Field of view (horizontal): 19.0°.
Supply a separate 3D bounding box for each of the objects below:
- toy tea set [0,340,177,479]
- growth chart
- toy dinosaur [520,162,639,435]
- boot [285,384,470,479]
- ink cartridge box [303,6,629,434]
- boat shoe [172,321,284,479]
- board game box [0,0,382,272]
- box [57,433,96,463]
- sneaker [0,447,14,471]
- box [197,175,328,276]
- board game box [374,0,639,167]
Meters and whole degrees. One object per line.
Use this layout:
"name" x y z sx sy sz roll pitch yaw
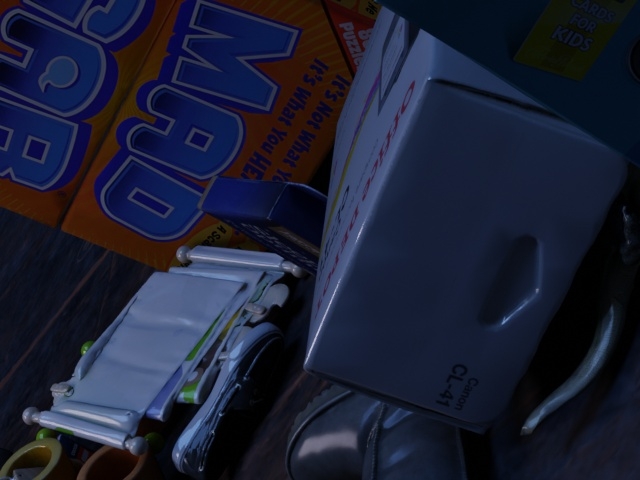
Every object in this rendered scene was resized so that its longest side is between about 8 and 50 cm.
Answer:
"toy tea set" -0.226 0.202 1.642 0.200 0.124 0.336 -23 30 15
"growth chart" -0.128 0.087 1.625 0.172 0.021 0.237 16 56 44
"toy dinosaur" 0.184 -0.017 1.105 0.118 0.064 0.268 -45 23 62
"boot" 0.036 0.174 1.201 0.189 0.076 0.208 -48 29 38
"ink cartridge box" 0.091 -0.068 1.203 0.306 0.131 0.226 -80 11 -57
"boat shoe" -0.066 0.134 1.556 0.040 0.049 0.142 30 86 38
"board game box" -0.145 -0.238 1.737 0.356 0.356 0.356 -80 18 -46
"box" -0.317 0.313 1.926 0.233 0.044 0.159 -41 26 45
"sneaker" -0.384 0.248 1.923 0.286 0.130 0.109 -24 36 59
"box" 0.000 0.000 1.428 0.036 0.136 0.225 -62 18 -8
"board game box" 0.184 -0.105 0.794 0.079 0.336 0.253 -47 22 33
